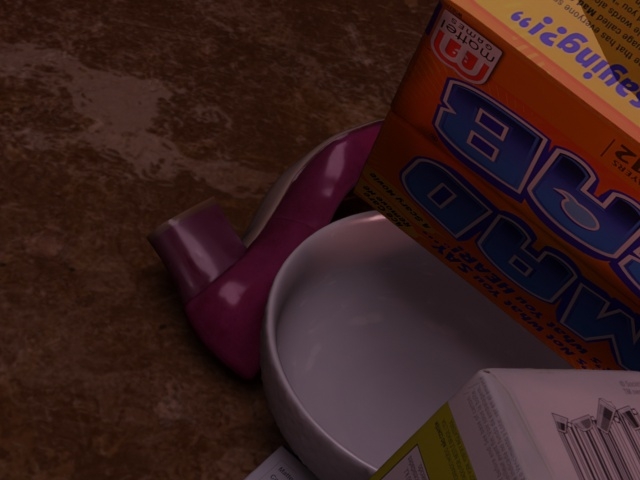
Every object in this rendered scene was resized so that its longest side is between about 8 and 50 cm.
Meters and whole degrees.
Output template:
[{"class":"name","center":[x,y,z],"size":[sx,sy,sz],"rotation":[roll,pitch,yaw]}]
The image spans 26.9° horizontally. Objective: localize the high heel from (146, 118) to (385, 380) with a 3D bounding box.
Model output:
[{"class":"high heel","center":[0.000,0.000,1.447],"size":[0.377,0.127,0.181],"rotation":[-29,85,-30]}]

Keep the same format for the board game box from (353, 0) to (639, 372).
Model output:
[{"class":"board game box","center":[0.299,-0.122,1.156],"size":[0.356,0.356,0.356],"rotation":[39,67,6]}]

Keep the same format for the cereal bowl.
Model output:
[{"class":"cereal bowl","center":[0.100,0.138,1.302],"size":[0.339,0.141,0.339],"rotation":[8,47,-9]}]

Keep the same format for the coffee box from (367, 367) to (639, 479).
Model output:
[{"class":"coffee box","center":[0.212,0.327,1.009],"size":[0.337,0.334,0.338],"rotation":[6,49,-33]}]

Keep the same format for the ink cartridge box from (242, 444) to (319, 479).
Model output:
[{"class":"ink cartridge box","center":[0.008,0.296,1.231],"size":[0.223,0.045,0.224],"rotation":[38,55,19]}]
